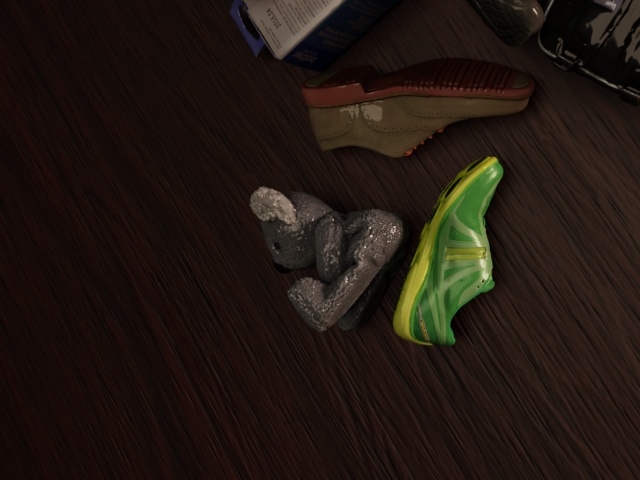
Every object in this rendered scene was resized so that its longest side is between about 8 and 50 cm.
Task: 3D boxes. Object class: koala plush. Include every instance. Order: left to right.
[{"bbox_3d":[0.000,0.000,1.302,0.221,0.196,0.203,36,96,22],"label":"koala plush"}]

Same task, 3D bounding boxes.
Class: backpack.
[{"bbox_3d":[0.423,-0.308,1.054,0.225,0.191,0.254,34,117,22],"label":"backpack"}]

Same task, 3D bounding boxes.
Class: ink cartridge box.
[{"bbox_3d":[-0.003,-0.448,1.294,0.395,0.151,0.270,-37,75,23],"label":"ink cartridge box"}]

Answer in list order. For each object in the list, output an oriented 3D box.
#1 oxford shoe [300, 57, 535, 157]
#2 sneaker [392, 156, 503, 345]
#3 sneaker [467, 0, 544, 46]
[{"bbox_3d":[0.145,-0.192,1.269,0.348,0.123,0.130,3,120,26],"label":"oxford shoe"},{"bbox_3d":[0.204,0.018,1.248,0.123,0.109,0.296,22,101,2],"label":"sneaker"},{"bbox_3d":[0.246,-0.356,1.125,0.130,0.109,0.286,-34,32,15],"label":"sneaker"}]
